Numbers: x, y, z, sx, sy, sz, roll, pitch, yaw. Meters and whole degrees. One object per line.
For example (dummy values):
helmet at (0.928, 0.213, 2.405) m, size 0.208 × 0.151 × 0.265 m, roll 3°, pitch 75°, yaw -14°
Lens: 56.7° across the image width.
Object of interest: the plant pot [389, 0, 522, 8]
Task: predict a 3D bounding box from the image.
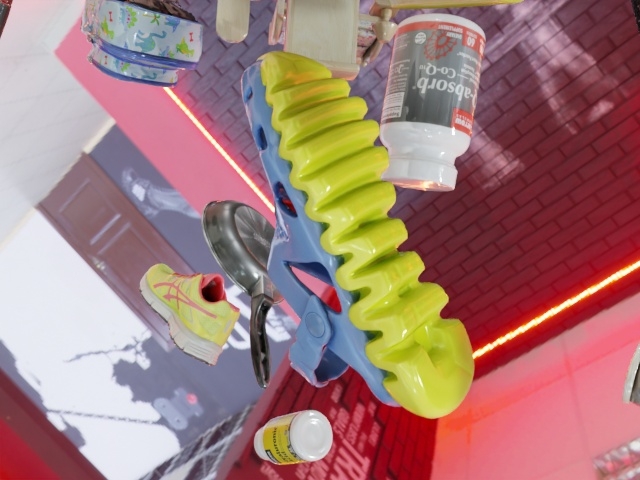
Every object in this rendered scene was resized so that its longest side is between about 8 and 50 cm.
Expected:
plant pot at (0.180, -0.418, 0.739) m, size 0.228 × 0.227 × 0.207 m, roll 17°, pitch -124°, yaw 41°

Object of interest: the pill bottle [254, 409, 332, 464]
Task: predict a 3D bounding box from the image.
pill bottle at (-0.042, 0.271, 0.809) m, size 0.116 × 0.065 × 0.065 m, roll -31°, pitch -168°, yaw 48°

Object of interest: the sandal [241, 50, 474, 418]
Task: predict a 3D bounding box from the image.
sandal at (0.000, 0.000, 0.488) m, size 0.138 × 0.317 × 0.126 m, roll -24°, pitch 173°, yaw 40°

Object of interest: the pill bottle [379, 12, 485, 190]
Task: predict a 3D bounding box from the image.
pill bottle at (0.249, -0.306, 1.360) m, size 0.210 × 0.210 × 0.362 m, roll 180°, pitch -81°, yaw -80°

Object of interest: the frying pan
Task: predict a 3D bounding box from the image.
frying pan at (-0.112, 0.044, 0.891) m, size 0.053 × 0.197 × 0.326 m, roll -35°, pitch -158°, yaw 19°

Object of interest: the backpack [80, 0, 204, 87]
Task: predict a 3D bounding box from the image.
backpack at (-0.170, -0.195, 0.575) m, size 0.114 × 0.105 × 0.084 m, roll 37°, pitch -61°, yaw 49°

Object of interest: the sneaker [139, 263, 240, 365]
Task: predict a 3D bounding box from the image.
sneaker at (-0.167, 0.076, 0.794) m, size 0.094 × 0.081 × 0.208 m, roll -54°, pitch -134°, yaw 1°

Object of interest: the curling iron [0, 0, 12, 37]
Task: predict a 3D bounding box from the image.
curling iron at (-0.693, -0.537, 1.333) m, size 0.274 × 0.068 × 0.035 m, roll -61°, pitch -168°, yaw 6°

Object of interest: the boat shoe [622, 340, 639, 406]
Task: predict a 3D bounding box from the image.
boat shoe at (0.623, 0.163, 1.024) m, size 0.097 × 0.116 × 0.324 m, roll 25°, pitch -121°, yaw 34°

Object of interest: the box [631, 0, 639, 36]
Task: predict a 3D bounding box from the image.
box at (0.265, -0.128, 0.320) m, size 0.077 × 0.147 × 0.180 m, roll 80°, pitch 13°, yaw -61°

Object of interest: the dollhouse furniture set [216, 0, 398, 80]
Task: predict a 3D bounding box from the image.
dollhouse furniture set at (-0.040, -0.325, 1.024) m, size 0.355 × 0.303 × 0.173 m, roll 163°, pitch -69°, yaw -80°
